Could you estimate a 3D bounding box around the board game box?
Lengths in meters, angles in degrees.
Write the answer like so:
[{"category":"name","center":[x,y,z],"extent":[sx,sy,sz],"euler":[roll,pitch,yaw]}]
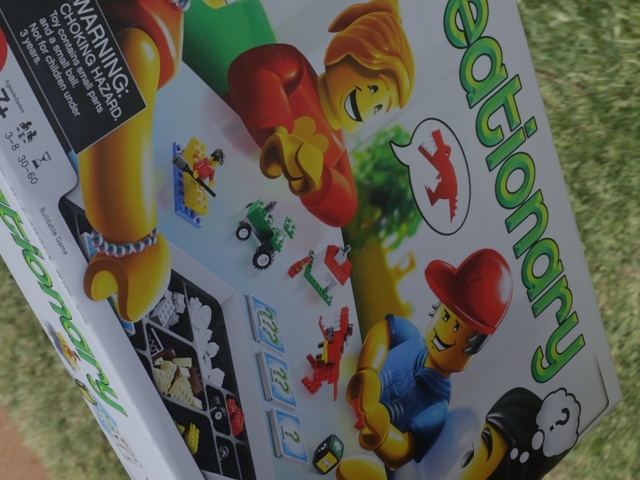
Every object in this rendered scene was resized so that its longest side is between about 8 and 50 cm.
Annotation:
[{"category":"board game box","center":[0.000,0.000,0.478],"extent":[0.053,0.193,0.305],"euler":[23,145,47]}]
